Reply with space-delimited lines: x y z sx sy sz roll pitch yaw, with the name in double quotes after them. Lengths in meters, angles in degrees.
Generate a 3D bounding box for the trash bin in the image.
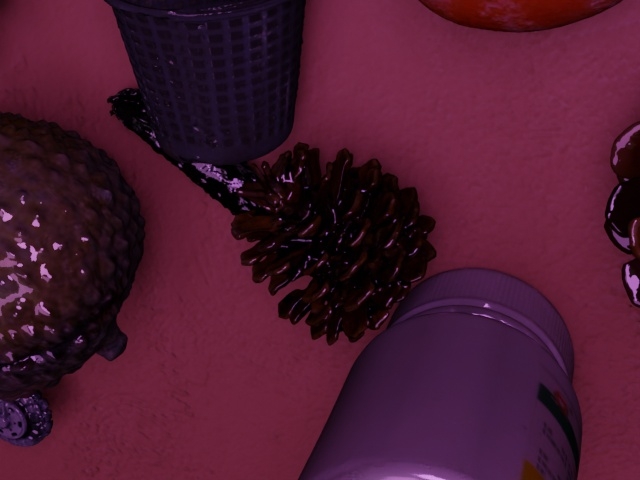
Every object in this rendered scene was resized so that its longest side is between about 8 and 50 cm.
-0.084 -0.155 0.955 0.175 0.175 0.161 6 127 15 "trash bin"

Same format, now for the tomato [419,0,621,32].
0.146 -0.263 0.786 0.232 0.232 0.188 -16 148 23 "tomato"

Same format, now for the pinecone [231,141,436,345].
0.000 -0.008 0.986 0.165 0.163 0.163 40 121 -22 "pinecone"

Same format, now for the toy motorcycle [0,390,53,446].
-0.404 0.096 1.202 0.173 0.108 0.307 -20 105 30 "toy motorcycle"

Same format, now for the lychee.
-0.280 0.010 1.033 0.274 0.255 0.255 42 120 -14 "lychee"

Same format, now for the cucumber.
-0.119 -0.081 1.056 0.181 0.053 0.053 37 120 -1 "cucumber"

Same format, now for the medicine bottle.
0.106 0.173 0.940 0.208 0.340 0.208 7 116 14 "medicine bottle"

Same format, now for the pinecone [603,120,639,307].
0.325 -0.028 0.833 0.264 0.264 0.264 7 117 14 "pinecone"
